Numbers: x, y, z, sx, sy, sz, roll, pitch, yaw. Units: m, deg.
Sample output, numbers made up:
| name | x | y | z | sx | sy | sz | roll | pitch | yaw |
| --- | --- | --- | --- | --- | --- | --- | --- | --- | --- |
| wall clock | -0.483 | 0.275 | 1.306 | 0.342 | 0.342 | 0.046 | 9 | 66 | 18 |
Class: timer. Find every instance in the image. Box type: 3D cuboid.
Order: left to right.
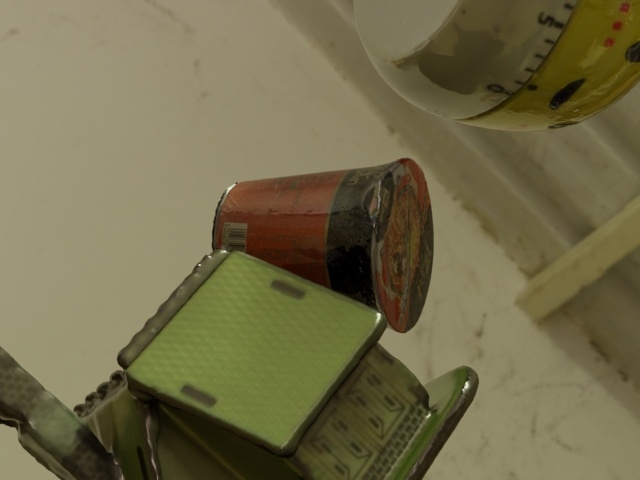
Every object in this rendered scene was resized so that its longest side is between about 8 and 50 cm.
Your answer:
| name | x | y | z | sx | sy | sz | roll | pitch | yaw |
| --- | --- | --- | --- | --- | --- | --- | --- | --- | --- |
| timer | 0.189 | -0.204 | 0.958 | 0.285 | 0.285 | 0.285 | 18 | -51 | 23 |

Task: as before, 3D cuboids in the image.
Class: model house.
| name | x | y | z | sx | sy | sz | roll | pitch | yaw |
| --- | --- | --- | --- | --- | --- | --- | --- | --- | --- |
| model house | -0.080 | 0.090 | 0.776 | 0.278 | 0.218 | 0.205 | 43 | -36 | -3 |

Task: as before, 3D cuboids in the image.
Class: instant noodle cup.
| name | x | y | z | sx | sy | sz | roll | pitch | yaw |
| --- | --- | --- | --- | --- | --- | --- | --- | --- | --- |
| instant noodle cup | 0.000 | 0.002 | 0.900 | 0.135 | 0.127 | 0.127 | 2 | -58 | 23 |
